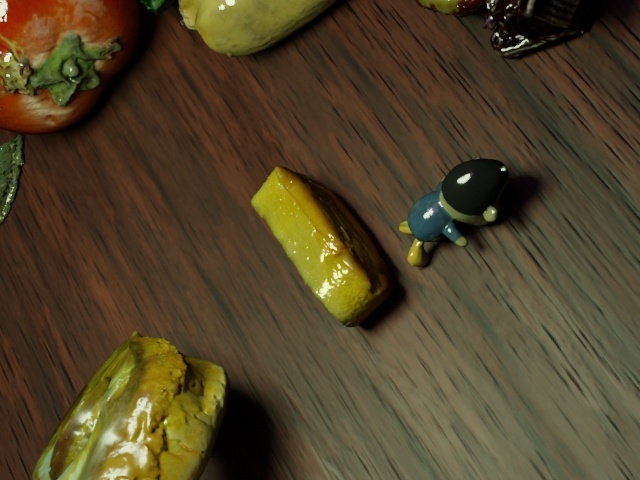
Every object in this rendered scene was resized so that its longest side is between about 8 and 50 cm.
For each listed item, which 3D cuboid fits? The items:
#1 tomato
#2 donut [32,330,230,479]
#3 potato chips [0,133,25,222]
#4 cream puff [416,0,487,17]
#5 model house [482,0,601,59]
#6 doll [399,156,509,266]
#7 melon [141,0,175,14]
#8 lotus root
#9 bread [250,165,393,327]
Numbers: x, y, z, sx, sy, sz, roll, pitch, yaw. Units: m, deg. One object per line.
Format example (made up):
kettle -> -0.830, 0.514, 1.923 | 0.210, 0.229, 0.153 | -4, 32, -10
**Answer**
tomato -> -0.437, -0.322, 2.127 | 0.321, 0.321, 0.321 | -13, 64, 29
donut -> -0.244, 0.259, 1.777 | 0.330, 0.160, 0.330 | -40, 26, 23
potato chips -> -0.560, -0.090, 2.292 | 0.220, 0.029, 0.202 | 17, 83, 35
cream puff -> 0.185, -0.350, 1.867 | 0.149, 0.084, 0.149 | -14, 65, 33
model house -> 0.275, -0.330, 1.750 | 0.141, 0.164, 0.203 | 19, 80, 32
doll -> 0.167, -0.041, 1.756 | 0.179, 0.089, 0.102 | -43, 49, 42
melon -> -0.261, -0.483, 2.104 | 0.331, 0.226, 0.343 | -53, 55, 42
lotus root -> -0.043, -0.382, 1.995 | 0.343, 0.151, 0.169 | -32, 73, 14
bread -> 0.000, 0.000, 1.834 | 0.094, 0.102, 0.245 | -46, 51, 12
